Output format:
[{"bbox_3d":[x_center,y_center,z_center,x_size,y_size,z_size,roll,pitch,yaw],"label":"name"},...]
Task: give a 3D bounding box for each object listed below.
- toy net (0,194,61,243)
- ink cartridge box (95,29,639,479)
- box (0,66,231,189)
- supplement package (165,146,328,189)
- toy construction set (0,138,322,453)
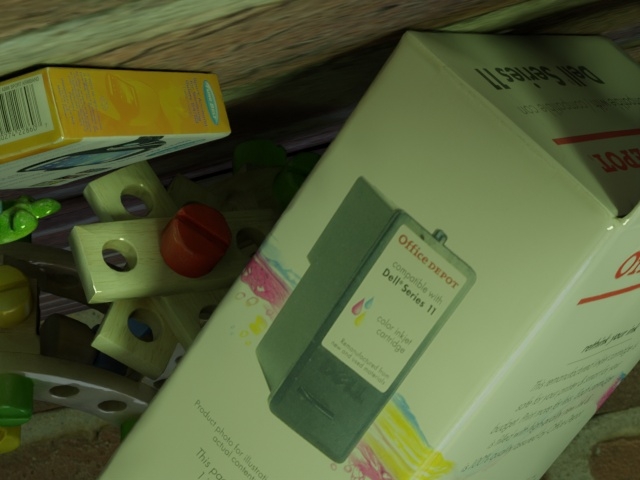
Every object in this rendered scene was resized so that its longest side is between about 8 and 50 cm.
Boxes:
[{"bbox_3d":[-0.238,0.007,0.797,0.232,0.045,0.122,-11,-161,12],"label":"toy net"},{"bbox_3d":[0.065,0.024,0.780,0.353,0.119,0.207,-54,159,23],"label":"ink cartridge box"},{"bbox_3d":[-0.091,-0.039,0.639,0.081,0.028,0.136,-14,180,23],"label":"box"},{"bbox_3d":[0.000,0.000,1.113,0.179,0.105,0.105,-13,177,15],"label":"supplement package"},{"bbox_3d":[-0.090,0.025,0.946,0.215,0.151,0.327,12,162,-24],"label":"toy construction set"}]
